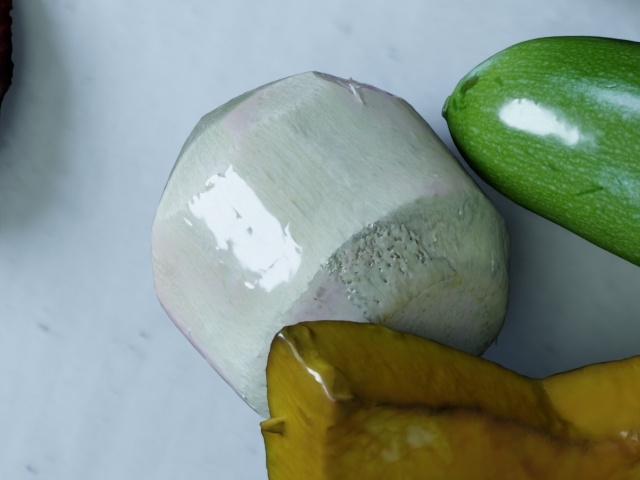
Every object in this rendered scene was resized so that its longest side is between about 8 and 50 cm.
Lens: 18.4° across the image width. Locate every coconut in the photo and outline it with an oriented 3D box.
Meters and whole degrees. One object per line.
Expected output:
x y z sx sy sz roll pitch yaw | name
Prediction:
0.000 0.000 0.970 0.183 0.171 0.171 50 117 34 | coconut

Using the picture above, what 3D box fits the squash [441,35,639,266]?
0.232 -0.001 0.890 0.395 0.107 0.107 28 109 19 | squash

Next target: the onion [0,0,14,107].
-0.278 -0.101 1.088 0.198 0.135 0.173 0 96 26 | onion

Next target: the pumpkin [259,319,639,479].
0.083 0.147 0.924 0.290 0.095 0.258 6 123 -19 | pumpkin
